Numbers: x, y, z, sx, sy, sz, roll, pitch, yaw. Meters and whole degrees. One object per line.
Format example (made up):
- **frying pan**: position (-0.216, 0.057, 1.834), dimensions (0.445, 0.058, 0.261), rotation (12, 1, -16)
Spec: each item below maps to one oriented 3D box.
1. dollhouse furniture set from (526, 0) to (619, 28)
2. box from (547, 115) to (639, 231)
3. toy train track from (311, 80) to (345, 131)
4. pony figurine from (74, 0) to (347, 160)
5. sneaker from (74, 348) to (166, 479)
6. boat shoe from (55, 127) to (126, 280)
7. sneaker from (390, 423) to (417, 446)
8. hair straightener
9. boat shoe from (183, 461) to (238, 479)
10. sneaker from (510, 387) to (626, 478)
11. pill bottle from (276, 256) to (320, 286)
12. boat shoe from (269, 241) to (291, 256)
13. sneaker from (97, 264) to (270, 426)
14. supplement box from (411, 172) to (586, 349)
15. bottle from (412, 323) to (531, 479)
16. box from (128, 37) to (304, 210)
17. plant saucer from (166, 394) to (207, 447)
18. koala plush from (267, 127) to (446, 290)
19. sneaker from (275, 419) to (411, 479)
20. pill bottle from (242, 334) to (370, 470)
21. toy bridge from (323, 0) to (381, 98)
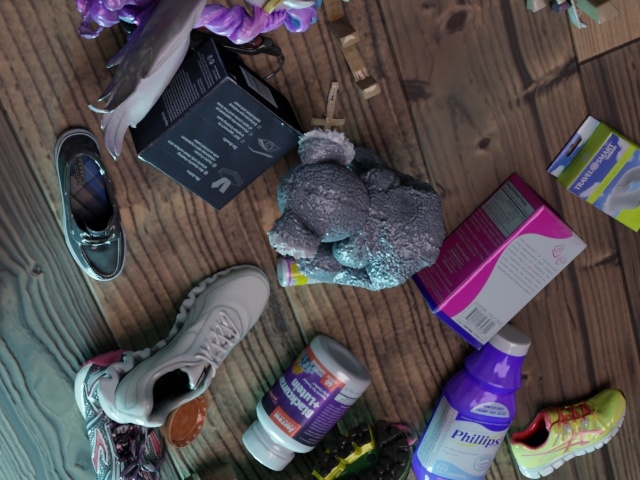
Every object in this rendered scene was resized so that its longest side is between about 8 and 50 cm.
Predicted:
- **dollhouse furniture set**: position (0.346, -0.293, 1.930), dimensions (0.091, 0.114, 0.081), rotation (-28, 129, -4)
- **box**: position (0.431, -0.097, 2.117), dimensions (0.178, 0.042, 0.109), rotation (27, 108, -31)
- **toy train track**: position (0.014, -0.174, 1.944), dimensions (0.048, 0.014, 0.083), rotation (-1, 119, -19)
- **pony figurine**: position (-0.190, -0.300, 1.634), dimensions (0.363, 0.303, 0.351), rotation (42, 81, -6)
- **sneaker**: position (-0.272, 0.285, 2.059), dimensions (0.121, 0.112, 0.299), rotation (-14, 122, -11)
- **boat shoe**: position (-0.295, -0.034, 1.882), dimensions (0.080, 0.076, 0.228), rotation (-11, 122, -13)
- **sneaker**: position (0.096, 0.328, 2.258), dimensions (0.119, 0.047, 0.057), rotation (-20, 138, -3)
- **hair straightener**: position (-0.149, -0.249, 1.835), dimensions (0.230, 0.047, 0.089), rotation (12, 129, -31)
- **boat shoe**: position (-0.115, 0.445, 2.220), dimensions (0.095, 0.095, 0.257), rotation (-31, 124, -7)
- **sneaker**: position (0.396, 0.297, 2.316), dimensions (0.208, 0.081, 0.094), rotation (-36, 122, 4)
- **pill bottle**: position (-0.017, 0.040, 2.042), dimensions (0.083, 0.043, 0.043), rotation (-6, 121, -16)
- **boat shoe**: position (0.000, 0.000, 2.026), dimensions (0.142, 0.040, 0.049), rotation (-8, 121, -14)
- **sneaker**: position (-0.166, 0.150, 1.974), dimensions (0.292, 0.118, 0.110), rotation (-45, 117, -20)
- **supplement box**: position (0.256, 0.030, 2.089), dimensions (0.220, 0.114, 0.111), rotation (-44, 122, 11)
- **bottle**: position (0.241, 0.261, 2.232), dimensions (0.118, 0.092, 0.283), rotation (12, 115, -24)
- **box**: position (-0.135, -0.146, 1.837), dimensions (0.158, 0.093, 0.156), rotation (-40, 134, 15)
- **plant saucer**: position (-0.197, 0.262, 2.107), dimensions (0.083, 0.013, 0.083), rotation (-34, 134, -43)
- **koala plush**: position (0.031, -0.043, 1.866), dimensions (0.221, 0.203, 0.196), rotation (27, 84, -45)
- **sneaker**: position (-0.003, 0.413, 2.150), dimensions (0.343, 0.134, 0.146), rotation (-31, 149, -4)
- **pill bottle**: position (-0.025, 0.242, 2.119), dimensions (0.108, 0.108, 0.193), rotation (32, 105, -31)
- **toy bridge**: position (0.031, -0.270, 1.863), dimensions (0.026, 0.063, 0.188), rotation (-25, 123, -3)
